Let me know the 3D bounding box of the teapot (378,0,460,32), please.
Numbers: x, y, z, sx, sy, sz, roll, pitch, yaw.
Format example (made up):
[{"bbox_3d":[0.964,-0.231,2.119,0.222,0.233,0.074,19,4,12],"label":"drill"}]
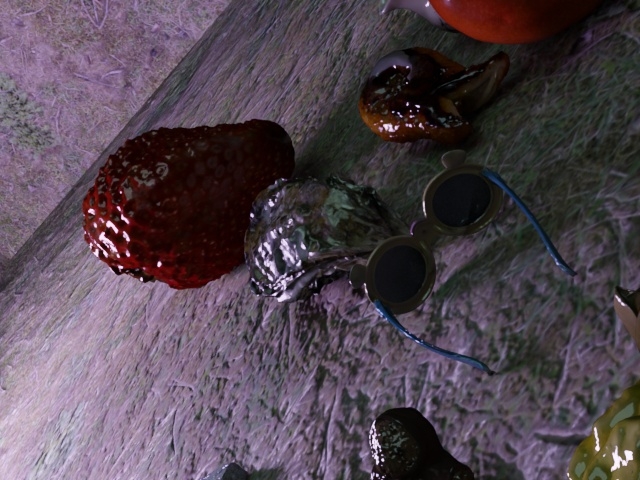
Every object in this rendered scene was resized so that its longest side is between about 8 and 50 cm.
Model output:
[{"bbox_3d":[0.222,-0.399,1.345,0.299,0.166,0.208,-58,7,19],"label":"teapot"}]

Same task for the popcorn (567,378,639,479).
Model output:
[{"bbox_3d":[0.206,0.167,0.477,0.235,0.181,0.216,-42,25,46],"label":"popcorn"}]

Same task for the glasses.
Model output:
[{"bbox_3d":[0.154,0.038,0.984,0.189,0.088,0.220,-51,41,7],"label":"glasses"}]

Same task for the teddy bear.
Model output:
[{"bbox_3d":[0.087,0.211,0.797,0.119,0.078,0.160,-13,85,57],"label":"teddy bear"}]

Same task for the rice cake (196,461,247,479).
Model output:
[{"bbox_3d":[-0.163,0.321,1.221,0.211,0.034,0.043,-35,25,41],"label":"rice cake"}]

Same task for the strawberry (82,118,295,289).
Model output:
[{"bbox_3d":[-0.195,-0.072,1.590,0.351,0.267,0.312,-28,-1,19],"label":"strawberry"}]

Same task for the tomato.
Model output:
[{"bbox_3d":[0.221,-0.352,1.130,0.256,0.256,0.224,-51,-6,9],"label":"tomato"}]

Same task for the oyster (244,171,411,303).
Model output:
[{"bbox_3d":[0.002,-0.003,1.250,0.351,0.158,0.162,0,99,56],"label":"oyster"}]

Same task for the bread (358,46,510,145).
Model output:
[{"bbox_3d":[0.139,-0.183,1.290,0.269,0.095,0.139,24,81,54],"label":"bread"}]

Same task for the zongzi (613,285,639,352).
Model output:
[{"bbox_3d":[0.288,0.047,0.638,0.176,0.078,0.160,-41,30,23],"label":"zongzi"}]
